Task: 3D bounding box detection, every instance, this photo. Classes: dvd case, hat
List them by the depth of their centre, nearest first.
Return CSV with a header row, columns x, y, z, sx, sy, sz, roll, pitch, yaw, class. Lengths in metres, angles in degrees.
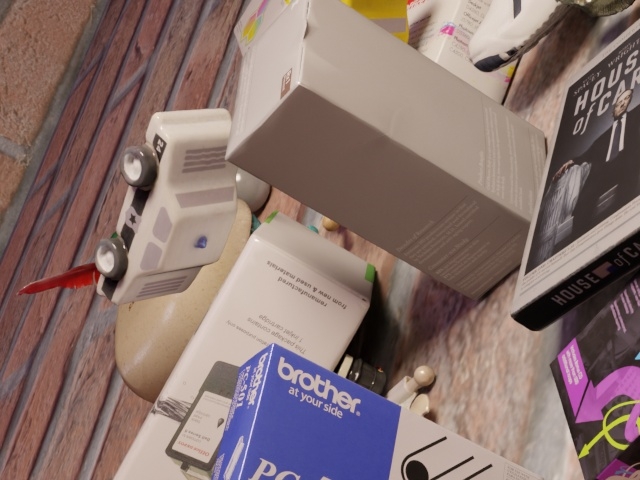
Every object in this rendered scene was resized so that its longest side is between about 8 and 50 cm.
x,y,z,sx,sy,sz,roll,pitch,yaw,class
0.209,-0.070,0.928,0.179,0.030,0.238,-42,22,47,dvd case
-0.277,-0.002,1.870,0.173,0.184,0.208,-55,20,18,hat

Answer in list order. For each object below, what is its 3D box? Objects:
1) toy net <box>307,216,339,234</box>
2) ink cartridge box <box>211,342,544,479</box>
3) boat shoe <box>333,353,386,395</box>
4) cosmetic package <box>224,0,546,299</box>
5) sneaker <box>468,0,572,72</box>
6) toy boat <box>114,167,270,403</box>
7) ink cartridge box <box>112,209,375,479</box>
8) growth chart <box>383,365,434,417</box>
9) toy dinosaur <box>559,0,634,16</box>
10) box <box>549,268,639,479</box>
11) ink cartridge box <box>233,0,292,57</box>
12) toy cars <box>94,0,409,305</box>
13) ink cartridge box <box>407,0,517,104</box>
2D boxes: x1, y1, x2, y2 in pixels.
x,y,z,sx,sy,sz,roll,pitch,yaw,class
0.000,0.000,1.391,0.122,0.045,0.232,-33,33,58,toy net
0.038,0.151,0.841,0.046,0.207,0.097,-39,30,48,ink cartridge box
0.020,0.130,1.161,0.133,0.042,0.049,125,169,-67,boat shoe
0.055,-0.072,1.048,0.107,0.238,0.127,-46,24,38,cosmetic package
0.162,-0.264,1.128,0.235,0.153,0.094,-52,-9,25,sneaker
-0.126,0.016,1.571,0.267,0.148,0.318,-52,29,41,toy boat
-0.068,0.125,1.209,0.273,0.115,0.198,-60,1,9,ink cartridge box
0.029,0.218,1.056,0.172,0.021,0.237,-41,28,44,growth chart
0.279,-0.242,0.991,0.268,0.064,0.118,-24,45,53,toy dinosaur
0.203,0.059,0.817,0.162,0.029,0.116,-51,22,24,box
-0.063,-0.218,1.753,0.255,0.097,0.189,-56,20,15,ink cartridge box
-0.043,-0.086,1.190,0.394,0.176,0.087,-45,58,-5,toy cars
0.113,-0.161,1.260,0.134,0.078,0.231,-11,53,65,ink cartridge box
